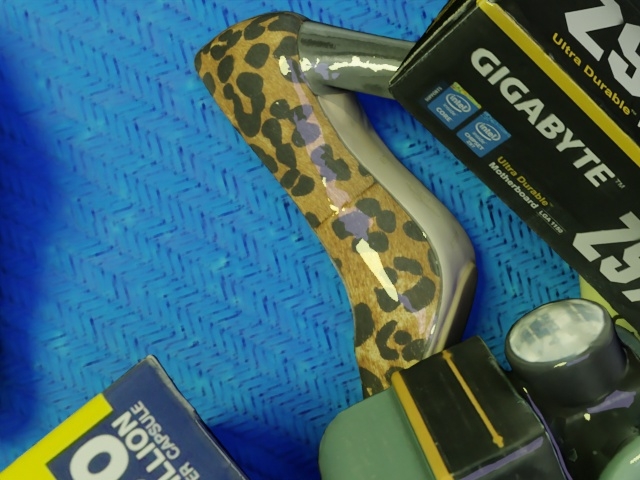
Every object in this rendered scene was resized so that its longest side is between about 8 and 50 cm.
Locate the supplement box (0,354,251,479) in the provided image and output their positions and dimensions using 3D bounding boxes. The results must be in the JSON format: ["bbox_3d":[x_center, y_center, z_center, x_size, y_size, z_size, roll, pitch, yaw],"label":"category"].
[{"bbox_3d":[-0.145,0.253,0.372,0.356,0.195,0.194,-39,74,-15],"label":"supplement box"}]

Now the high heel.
[{"bbox_3d":[0.000,0.000,0.514,0.186,0.093,0.261,14,107,19],"label":"high heel"}]

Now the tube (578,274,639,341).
[{"bbox_3d":[0.201,0.040,0.533,0.070,0.062,0.240,-5,99,33],"label":"tube"}]

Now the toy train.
[{"bbox_3d":[0.135,0.189,0.465,0.190,0.142,0.333,-25,116,2],"label":"toy train"}]

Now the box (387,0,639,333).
[{"bbox_3d":[0.217,-0.057,0.449,0.322,0.079,0.257,43,53,-8],"label":"box"}]
